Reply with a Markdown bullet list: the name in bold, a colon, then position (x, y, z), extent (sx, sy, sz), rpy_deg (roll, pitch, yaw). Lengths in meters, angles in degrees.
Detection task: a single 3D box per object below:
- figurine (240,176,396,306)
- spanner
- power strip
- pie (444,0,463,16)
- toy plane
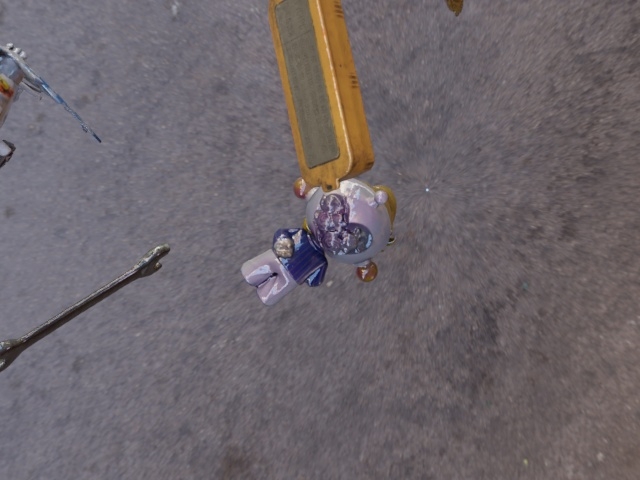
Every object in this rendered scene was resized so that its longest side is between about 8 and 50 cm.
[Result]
- **figurine**: position (-0.009, -0.007, 1.437), extent (0.274, 0.133, 0.193), rpy_deg (-14, 96, 13)
- **spanner**: position (-0.275, 0.076, 1.025), extent (0.254, 0.054, 0.015), rpy_deg (-35, 72, -30)
- **power strip**: position (-0.003, -0.120, 0.604), extent (0.049, 0.028, 0.178), rpy_deg (-16, 85, 46)
- **pie**: position (0.148, -0.333, 1.089), extent (0.034, 0.170, 0.092), rpy_deg (-12, 50, 20)
- **toy plane**: position (-0.296, -0.125, 0.767), extent (0.182, 0.273, 0.107), rpy_deg (39, 86, -36)
